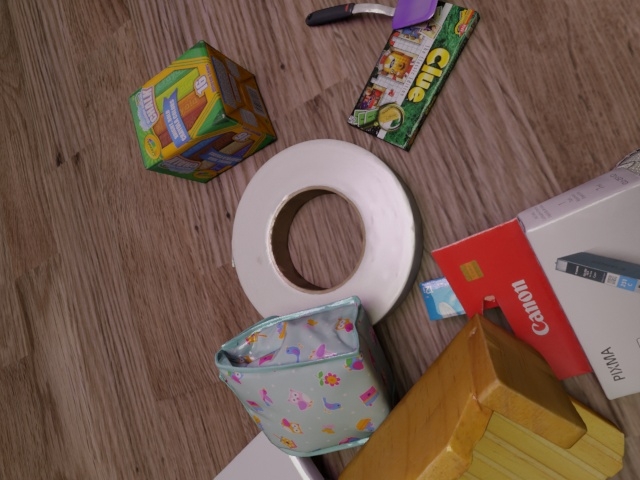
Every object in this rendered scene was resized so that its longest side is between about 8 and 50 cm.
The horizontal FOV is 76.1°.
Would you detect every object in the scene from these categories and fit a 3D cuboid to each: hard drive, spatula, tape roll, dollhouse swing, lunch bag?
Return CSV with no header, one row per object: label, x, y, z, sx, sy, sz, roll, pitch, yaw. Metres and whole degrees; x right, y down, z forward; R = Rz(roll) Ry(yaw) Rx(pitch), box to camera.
hard drive,-0.051,0.548,0.751,0.233,0.047,0.353,-48,64,14
spatula,0.087,-0.441,0.782,0.297,0.030,0.084,14,86,33
tape roll,0.000,0.000,0.801,0.392,0.072,0.391,-1,88,27
dollhouse swing,0.218,0.333,0.509,0.305,0.315,0.346,37,105,9
lunch bag,-0.022,0.239,0.695,0.262,0.160,0.223,-18,117,16

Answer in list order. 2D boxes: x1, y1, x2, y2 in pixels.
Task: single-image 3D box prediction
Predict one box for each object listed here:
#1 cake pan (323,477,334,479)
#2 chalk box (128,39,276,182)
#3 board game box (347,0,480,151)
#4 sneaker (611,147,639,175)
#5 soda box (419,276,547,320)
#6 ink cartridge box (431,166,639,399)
cake pan,0.010,0.616,0.780,0.293,0.054,0.293,-1,88,27
chalk box,-0.279,-0.247,0.889,0.289,0.179,0.180,-25,77,23
board game box,0.165,-0.310,0.757,0.136,0.030,0.259,31,102,22
sneaker,0.508,-0.116,0.542,0.225,0.093,0.088,-25,77,24
soda box,0.275,0.073,0.661,0.210,0.071,0.067,-20,79,24
ink cartridge box,0.338,0.092,0.561,0.261,0.066,0.296,-27,106,23
